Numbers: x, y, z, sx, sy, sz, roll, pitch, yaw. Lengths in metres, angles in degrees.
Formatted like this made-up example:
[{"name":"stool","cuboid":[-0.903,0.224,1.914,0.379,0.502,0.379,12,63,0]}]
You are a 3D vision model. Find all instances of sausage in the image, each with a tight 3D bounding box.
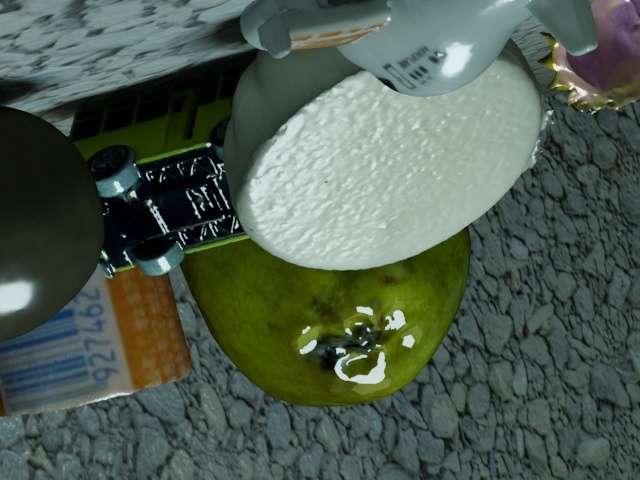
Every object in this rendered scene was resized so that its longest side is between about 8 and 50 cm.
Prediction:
[{"name":"sausage","cuboid":[-0.286,0.040,1.863,0.233,0.287,0.233,-16,180,0]}]

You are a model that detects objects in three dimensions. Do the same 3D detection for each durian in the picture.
[{"name":"durian","cuboid":[0.274,-0.183,1.295,0.182,0.132,0.165,-21,172,42]}]

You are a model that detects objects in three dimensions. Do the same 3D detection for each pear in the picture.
[{"name":"pear","cuboid":[0.000,0.000,1.850,0.352,0.351,0.413,-15,-147,-19]}]

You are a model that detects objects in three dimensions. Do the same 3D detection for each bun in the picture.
[{"name":"bun","cuboid":[0.033,-0.115,1.335,0.263,0.175,0.263,-17,143,-13]}]

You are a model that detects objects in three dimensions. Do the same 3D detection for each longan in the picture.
[{"name":"longan","cuboid":[-0.265,-0.013,1.289,0.197,0.196,0.220,-15,179,-16]}]

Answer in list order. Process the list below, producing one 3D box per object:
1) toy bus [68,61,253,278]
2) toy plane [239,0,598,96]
[{"name":"toy bus","cuboid":[-0.095,-0.075,1.514,0.262,0.128,0.150,-14,-142,15]},{"name":"toy plane","cuboid":[0.076,-0.139,0.927,0.245,0.117,0.244,-16,180,0]}]
